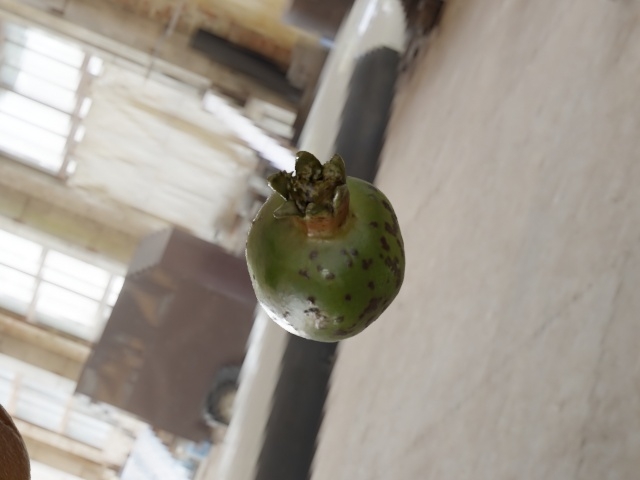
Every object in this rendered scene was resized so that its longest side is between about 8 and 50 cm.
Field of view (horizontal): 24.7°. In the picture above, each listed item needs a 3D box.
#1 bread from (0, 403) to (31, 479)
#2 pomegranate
[{"bbox_3d":[-0.522,0.233,1.899,0.183,0.388,0.236,-32,41,-9],"label":"bread"},{"bbox_3d":[0.000,0.017,1.914,0.286,0.231,0.231,36,-105,-77],"label":"pomegranate"}]
